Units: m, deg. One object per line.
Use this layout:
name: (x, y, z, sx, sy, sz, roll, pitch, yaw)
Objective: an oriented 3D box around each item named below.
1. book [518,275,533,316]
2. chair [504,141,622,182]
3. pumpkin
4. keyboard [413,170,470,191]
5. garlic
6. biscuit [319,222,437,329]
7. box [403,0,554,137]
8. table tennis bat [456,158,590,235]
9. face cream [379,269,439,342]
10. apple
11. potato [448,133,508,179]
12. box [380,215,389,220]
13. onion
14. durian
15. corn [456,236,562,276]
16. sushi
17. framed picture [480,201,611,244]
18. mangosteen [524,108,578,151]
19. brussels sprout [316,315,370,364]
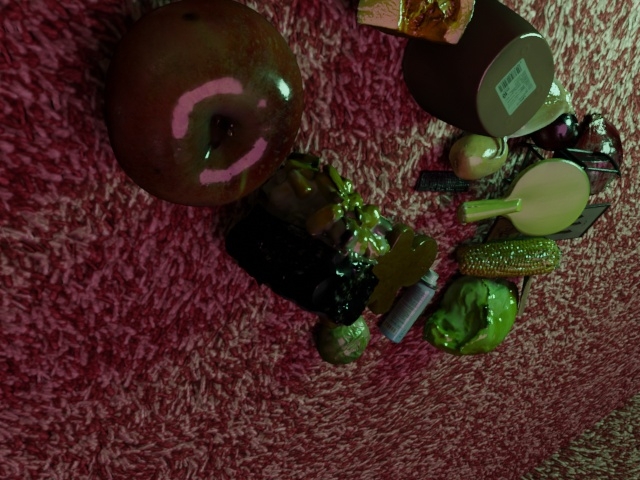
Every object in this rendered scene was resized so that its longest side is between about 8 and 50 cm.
book: (0.655, 0.112, 2.235, 0.231, 0.026, 0.157, -56, 156, -54)
chair: (0.677, -0.184, 1.980, 0.260, 0.154, 0.141, 4, 122, -17)
pumpkin: (0.174, -0.475, 1.430, 0.248, 0.126, 0.130, 11, 110, -24)
keyboard: (0.328, -0.155, 1.870, 0.196, 0.018, 0.060, -4, 121, -37)
garlic: (0.499, -0.333, 1.776, 0.267, 0.148, 0.128, -34, 157, -5)
biscuit: (0.156, 0.079, 1.865, 0.432, 0.064, 0.283, -20, 133, -42)
box: (0.362, -0.382, 1.576, 0.301, 0.216, 0.301, -20, 130, -25)
table tennis bat: (0.540, -0.100, 1.885, 0.369, 0.054, 0.224, -11, 118, -4)
face cream: (0.261, 0.185, 2.037, 0.075, 0.075, 0.229, 22, 107, -46)
apple: (-0.197, -0.232, 1.195, 0.349, 0.277, 0.348, -18, 130, -23)
potato: (0.404, -0.216, 1.814, 0.178, 0.109, 0.118, -11, 114, -33)
box: (0.110, -0.006, 1.808, 0.073, 0.020, 0.149, 26, 104, -47)
onion: (0.828, -0.248, 2.123, 0.227, 0.120, 0.283, -30, 136, -24)
durian: (0.484, 0.224, 2.156, 0.340, 0.204, 0.255, 11, 103, -44)
corn: (0.555, 0.056, 2.073, 0.318, 0.115, 0.115, -5, 129, -4)
sushi: (0.000, 0.000, 1.509, 0.329, 0.328, 0.285, 34, 87, -46)
framed picture: (0.638, -0.038, 2.043, 0.324, 0.013, 0.244, -7, 158, -3)
mangosteen: (0.613, -0.308, 1.898, 0.153, 0.152, 0.152, -21, 133, -25)
brussels sprout: (0.063, 0.271, 1.915, 0.155, 0.117, 0.155, -12, 135, -12)
